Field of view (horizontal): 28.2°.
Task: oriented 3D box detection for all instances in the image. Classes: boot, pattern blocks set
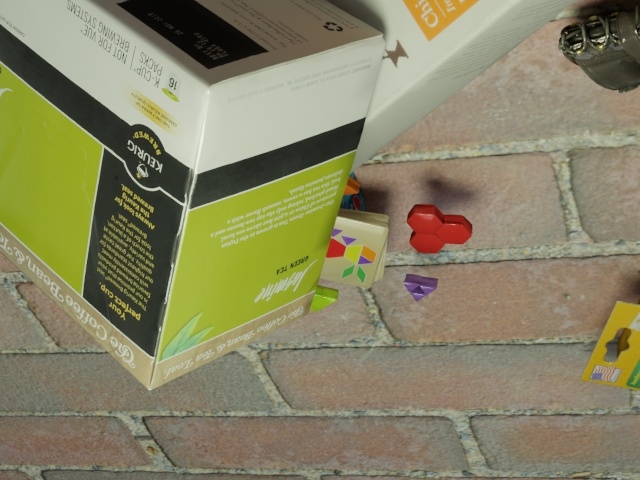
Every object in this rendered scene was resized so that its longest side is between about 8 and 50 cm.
[{"bbox_3d":[0.344,-0.219,1.262,0.229,0.091,0.263,-11,155,30],"label":"boot"},{"bbox_3d":[0.000,0.000,1.608,0.325,0.026,0.285,17,143,-8],"label":"pattern blocks set"}]

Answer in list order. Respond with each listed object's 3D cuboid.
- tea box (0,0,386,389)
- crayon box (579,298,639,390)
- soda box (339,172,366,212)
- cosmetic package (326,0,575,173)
[{"bbox_3d":[-0.159,-0.104,1.183,0.329,0.220,0.323,38,129,28],"label":"tea box"},{"bbox_3d":[0.530,0.133,1.704,0.323,0.083,0.203,10,143,1],"label":"crayon box"},{"bbox_3d":[-0.052,-0.036,1.654,0.210,0.067,0.071,-3,141,20],"label":"soda box"},{"bbox_3d":[0.051,-0.236,1.202,0.453,0.161,0.230,-37,81,46],"label":"cosmetic package"}]
